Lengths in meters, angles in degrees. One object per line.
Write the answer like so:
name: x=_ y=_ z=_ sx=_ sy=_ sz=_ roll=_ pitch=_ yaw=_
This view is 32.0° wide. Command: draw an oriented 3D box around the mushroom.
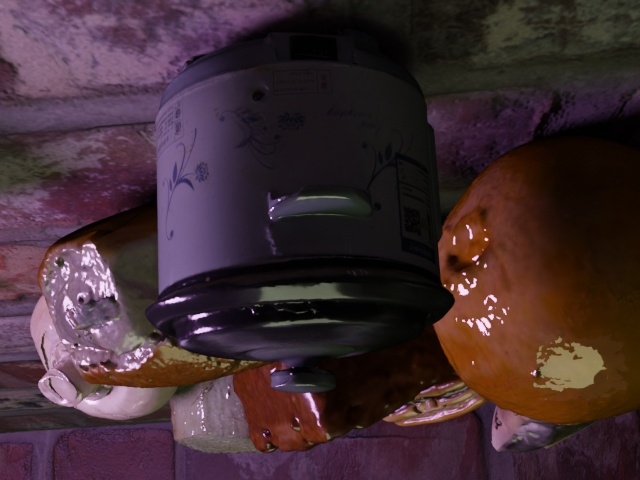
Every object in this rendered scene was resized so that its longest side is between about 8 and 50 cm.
mushroom: x=-0.327 y=0.166 z=1.651 sx=0.246 sy=0.246 sz=0.202 roll=-18 pitch=-164 yaw=42

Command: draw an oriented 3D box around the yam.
yam: x=-0.137 y=0.197 z=1.752 sx=0.201 sy=0.271 sz=0.202 roll=8 pitch=166 yaw=-40

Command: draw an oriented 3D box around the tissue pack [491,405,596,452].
tissue pack: x=0.407 y=0.139 z=1.553 sx=0.375 sy=0.195 sz=0.390 roll=-45 pitch=171 yaw=-20

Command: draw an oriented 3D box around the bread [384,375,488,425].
bread: x=0.177 y=0.229 z=1.705 sx=0.200 sy=0.077 sz=0.116 roll=-22 pitch=-168 yaw=34

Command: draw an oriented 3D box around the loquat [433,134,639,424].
loquat: x=0.275 y=0.043 z=1.217 sx=0.328 sy=0.328 sz=0.328 roll=-3 pitch=164 yaw=-1

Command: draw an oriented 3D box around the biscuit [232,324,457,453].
biscuit: x=0.083 y=0.144 z=1.560 sx=0.395 sy=0.166 sz=0.342 roll=-27 pitch=174 yaw=-24

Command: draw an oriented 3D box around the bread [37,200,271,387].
bread: x=-0.183 y=0.063 z=1.337 sx=0.279 sy=0.225 sz=0.250 roll=-8 pitch=173 yaw=-28

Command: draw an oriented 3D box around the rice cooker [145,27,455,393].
rice cooker: x=-0.020 y=-0.015 z=0.979 sx=0.264 sy=0.316 sz=0.316 roll=2 pitch=163 yaw=-15
